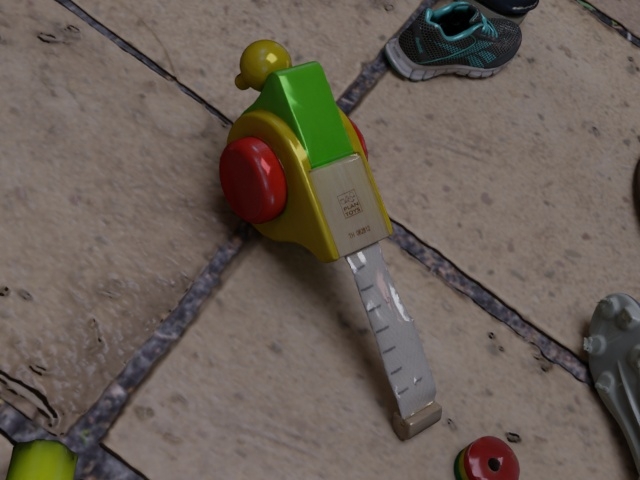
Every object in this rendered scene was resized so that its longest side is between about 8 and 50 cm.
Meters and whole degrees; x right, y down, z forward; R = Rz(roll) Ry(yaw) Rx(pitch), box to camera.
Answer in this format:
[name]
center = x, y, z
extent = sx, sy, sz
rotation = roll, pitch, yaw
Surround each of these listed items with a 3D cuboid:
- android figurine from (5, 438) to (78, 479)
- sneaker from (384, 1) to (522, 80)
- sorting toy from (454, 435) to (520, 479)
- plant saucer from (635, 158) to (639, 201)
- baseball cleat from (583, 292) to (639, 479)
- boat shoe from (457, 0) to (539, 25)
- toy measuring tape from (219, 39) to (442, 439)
[android figurine]
center = -0.219, 0.234, 0.544
extent = 0.248, 0.056, 0.272
rotation = 14, 54, -17
[sneaker]
center = 0.148, -0.206, 0.996
extent = 0.167, 0.076, 0.065
rotation = -17, 68, -33
[sorting toy]
center = 0.187, 0.273, 0.718
extent = 0.274, 0.046, 0.132
rotation = 45, 52, 7
[plant saucer]
center = 0.463, -0.043, 1.004
extent = 0.278, 0.041, 0.277
rotation = 4, 45, -4
[baseball cleat]
center = 0.295, 0.145, 0.852
extent = 0.109, 0.072, 0.205
rotation = 14, 55, -37
[boat shoe]
center = 0.129, -0.323, 1.062
extent = 0.255, 0.079, 0.095
rotation = 34, 51, -1
[toy measuring tape]
center = 0.000, 0.000, 0.797
extent = 0.121, 0.121, 0.330
rotation = -22, 93, -35
